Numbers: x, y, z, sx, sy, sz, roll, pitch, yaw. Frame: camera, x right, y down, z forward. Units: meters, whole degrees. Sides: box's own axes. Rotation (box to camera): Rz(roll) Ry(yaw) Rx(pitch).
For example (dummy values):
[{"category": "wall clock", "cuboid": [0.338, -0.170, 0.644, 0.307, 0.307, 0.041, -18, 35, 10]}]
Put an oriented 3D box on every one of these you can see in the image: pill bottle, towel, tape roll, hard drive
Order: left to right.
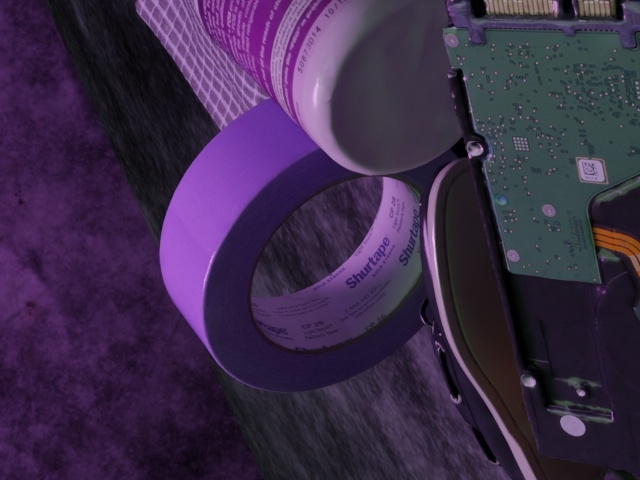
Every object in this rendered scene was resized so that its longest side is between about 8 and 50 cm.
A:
[{"category": "towel", "cuboid": [-0.086, -0.234, 1.512, 0.284, 0.121, 0.235, 56, 162, 24]}, {"category": "pill bottle", "cuboid": [-0.001, -0.194, 1.217, 0.301, 0.169, 0.169, 47, 158, 43]}, {"category": "tape roll", "cuboid": [0.000, 0.000, 1.330, 0.090, 0.274, 0.275, 48, 159, 44]}, {"category": "hard drive", "cuboid": [0.211, 0.001, 0.860, 0.237, 0.064, 0.339, 6, 129, 34]}]

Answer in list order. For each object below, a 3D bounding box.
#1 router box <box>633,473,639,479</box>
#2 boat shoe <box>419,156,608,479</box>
[{"category": "router box", "cuboid": [0.258, 0.132, 1.146, 0.179, 0.046, 0.133, 42, 154, 52]}, {"category": "boat shoe", "cuboid": [0.143, 0.076, 1.278, 0.113, 0.127, 0.340, 16, 141, 54]}]
